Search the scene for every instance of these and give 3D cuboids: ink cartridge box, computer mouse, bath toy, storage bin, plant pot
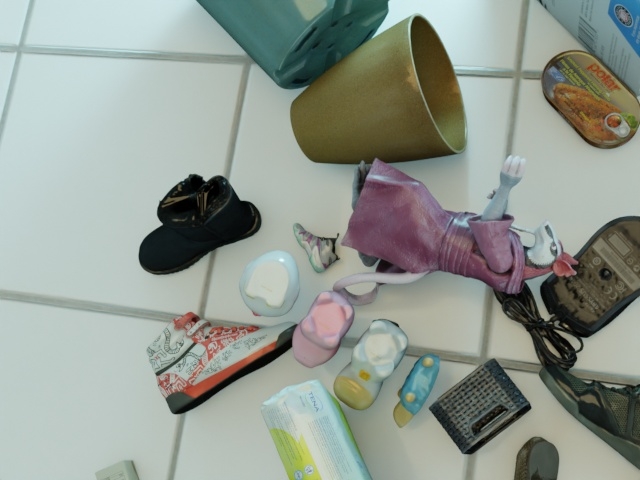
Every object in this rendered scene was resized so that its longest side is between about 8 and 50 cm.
[{"bbox_3d":[0.438,-0.462,1.418,0.166,0.285,0.395,-39,71,1],"label":"ink cartridge box"},{"bbox_3d":[0.427,0.065,1.414,0.272,0.072,0.188,-39,72,16],"label":"computer mouse"},{"bbox_3d":[0.020,0.152,1.427,0.348,0.129,0.151,35,87,6],"label":"bath toy"},{"bbox_3d":[0.244,0.253,1.351,0.122,0.180,0.084,-38,71,3],"label":"storage bin"},{"bbox_3d":[0.085,-0.222,1.500,0.254,0.237,0.237,-17,73,24],"label":"plant pot"},{"bbox_3d":[-0.070,-0.467,1.547,0.341,0.341,0.334,-39,79,3],"label":"plant pot"}]

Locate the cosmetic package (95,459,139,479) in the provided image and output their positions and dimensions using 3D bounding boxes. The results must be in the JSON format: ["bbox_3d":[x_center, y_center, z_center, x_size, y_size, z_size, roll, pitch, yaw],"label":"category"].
[{"bbox_3d":[-0.336,0.440,1.529,0.060,0.041,0.115,-24,72,8],"label":"cosmetic package"}]

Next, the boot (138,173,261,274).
[{"bbox_3d":[-0.237,-0.028,1.529,0.246,0.207,0.094,-21,73,9],"label":"boot"}]

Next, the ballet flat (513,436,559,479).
[{"bbox_3d":[0.312,0.424,1.363,0.084,0.058,0.250,11,84,-19],"label":"ballet flat"}]

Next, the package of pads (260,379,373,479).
[{"bbox_3d":[0.014,0.335,1.329,0.101,0.296,0.229,-25,72,-2],"label":"package of pads"}]

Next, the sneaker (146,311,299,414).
[{"bbox_3d":[-0.171,0.170,1.526,0.270,0.090,0.145,-32,74,8],"label":"sneaker"}]

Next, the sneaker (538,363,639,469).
[{"bbox_3d":[0.447,0.236,1.343,0.227,0.087,0.130,37,100,17],"label":"sneaker"}]

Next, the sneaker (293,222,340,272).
[{"bbox_3d":[0.000,0.000,1.553,0.069,0.038,0.098,-31,81,4],"label":"sneaker"}]

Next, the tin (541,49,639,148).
[{"bbox_3d":[0.451,-0.235,1.493,0.106,0.040,0.190,-40,71,7],"label":"tin"}]

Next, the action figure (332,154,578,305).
[{"bbox_3d":[0.207,0.008,1.376,0.370,0.248,0.276,20,83,25],"label":"action figure"}]
